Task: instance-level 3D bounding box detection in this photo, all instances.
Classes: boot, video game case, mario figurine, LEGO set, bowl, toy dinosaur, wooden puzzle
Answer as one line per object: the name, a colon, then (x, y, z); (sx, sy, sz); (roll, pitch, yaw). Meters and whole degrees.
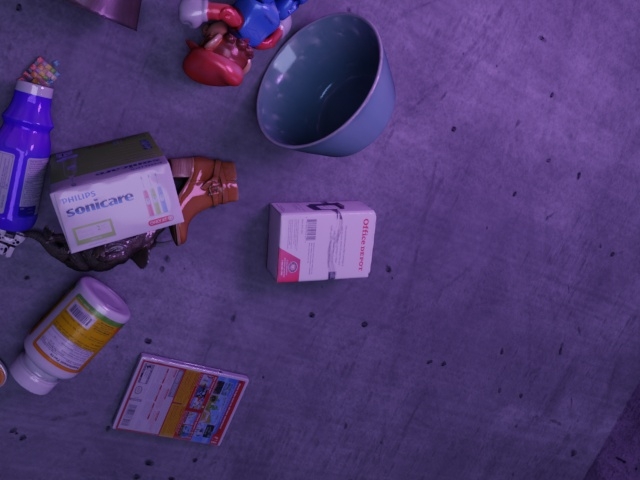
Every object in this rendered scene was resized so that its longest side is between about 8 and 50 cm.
boot: (-0.254, -0.086, 1.405); (0.152, 0.073, 0.197); (-1, 95, -28)
video game case: (-0.344, 0.400, 1.598); (0.285, 0.025, 0.204); (19, 101, -27)
mario figurine: (-0.162, -0.451, 1.288); (0.320, 0.170, 0.198); (-43, 112, 10)
LEGO set: (-0.712, -0.022, 1.257); (0.227, 0.087, 0.093); (24, 102, -34)
bowl: (0.033, -0.301, 1.357); (0.311, 0.311, 0.163); (-55, 140, 5)
toy dinosaur: (-0.478, 0.024, 1.341); (0.314, 0.121, 0.160); (-12, 153, -3)
wooden puzzle: (-0.543, -0.323, 1.251); (0.083, 0.006, 0.049); (-47, 119, 0)

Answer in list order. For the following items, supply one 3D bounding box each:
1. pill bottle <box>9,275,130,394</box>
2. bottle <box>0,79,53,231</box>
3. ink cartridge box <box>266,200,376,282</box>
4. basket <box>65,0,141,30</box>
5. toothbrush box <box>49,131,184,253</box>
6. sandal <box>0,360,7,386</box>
pill bottle: (-0.541, 0.208, 1.381); (0.245, 0.136, 0.136); (-47, 119, 0)
bottle: (-0.575, -0.162, 1.234); (0.092, 0.118, 0.282); (14, 99, -6)
ink cartridge box: (0.000, 0.000, 1.542); (0.237, 0.100, 0.172); (-3, 110, -20)
basket: (-0.383, -0.518, 1.137); (0.204, 0.154, 0.226); (12, 105, -47)
toothbrush box: (-0.398, -0.104, 1.237); (0.206, 0.283, 0.122); (-17, 115, -16)
sandal: (-0.774, 0.240, 1.333); (0.102, 0.076, 0.265); (-39, 119, -4)
